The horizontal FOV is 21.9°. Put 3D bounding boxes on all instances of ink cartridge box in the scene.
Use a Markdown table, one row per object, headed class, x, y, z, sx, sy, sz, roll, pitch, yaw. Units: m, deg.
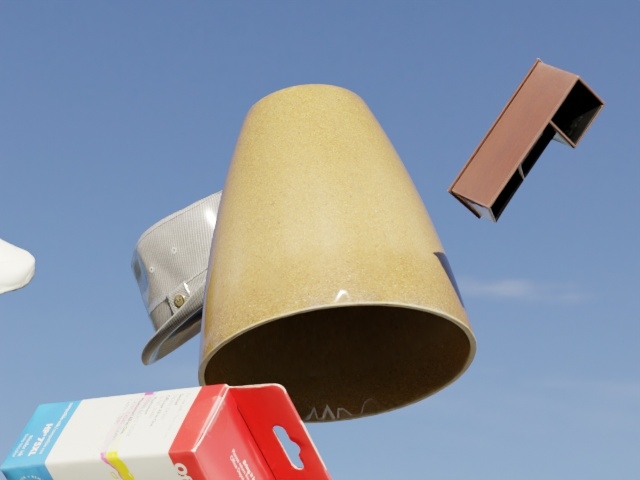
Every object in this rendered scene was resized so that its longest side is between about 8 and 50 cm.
| class | x | y | z | sx | sy | sz | roll | pitch | yaw |
| --- | --- | --- | --- | --- | --- | --- | --- | --- | --- |
| ink cartridge box | -0.115 | 0.191 | 1.291 | 0.231 | 0.078 | 0.134 | -9 | -57 | 29 |

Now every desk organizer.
| class | x | y | z | sx | sy | sz | roll | pitch | yaw |
| --- | --- | --- | --- | --- | --- | --- | --- | --- | --- |
| desk organizer | 0.164 | -0.074 | 1.313 | 0.047 | 0.130 | 0.050 | 38 | -5 | -39 |

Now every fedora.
| class | x | y | z | sx | sy | sz | roll | pitch | yaw |
| --- | --- | --- | --- | --- | --- | --- | --- | --- | --- |
| fedora | -0.149 | 0.024 | 2.042 | 0.244 | 0.124 | 0.275 | -33 | -7 | -45 |

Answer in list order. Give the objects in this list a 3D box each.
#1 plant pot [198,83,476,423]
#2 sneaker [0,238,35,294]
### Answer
| class | x | y | z | sx | sy | sz | roll | pitch | yaw |
| --- | --- | --- | --- | --- | --- | --- | --- | --- | --- |
| plant pot | 0.000 | 0.000 | 1.460 | 0.237 | 0.254 | 0.237 | -6 | -30 | -3 |
| sneaker | -0.469 | -0.022 | 1.922 | 0.297 | 0.129 | 0.111 | 20 | 14 | -4 |
